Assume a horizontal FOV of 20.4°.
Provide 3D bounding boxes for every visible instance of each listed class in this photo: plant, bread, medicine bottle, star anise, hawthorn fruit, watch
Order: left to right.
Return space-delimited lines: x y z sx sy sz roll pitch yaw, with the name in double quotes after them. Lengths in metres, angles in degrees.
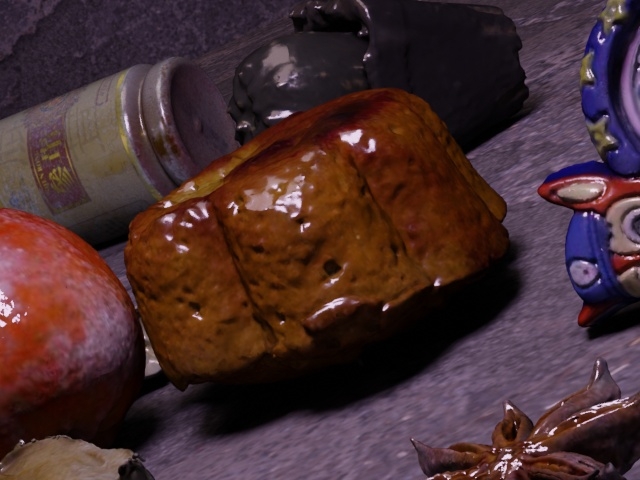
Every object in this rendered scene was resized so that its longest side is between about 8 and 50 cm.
-0.192 0.063 1.078 0.173 0.173 0.173 -23 13 5 "hawthorn fruit"
-0.250 -0.065 1.762 0.322 0.151 0.151 -19 14 23 "medicine bottle"
-0.012 0.006 1.065 0.232 0.135 0.247 -24 11 20 "bread"
0.043 -0.124 1.463 0.256 0.164 0.142 -14 10 -29 "plant"
0.084 0.096 0.731 0.141 0.042 0.141 -26 13 7 "star anise"
0.224 -0.072 0.945 0.196 0.171 0.200 -19 -1 29 "watch"

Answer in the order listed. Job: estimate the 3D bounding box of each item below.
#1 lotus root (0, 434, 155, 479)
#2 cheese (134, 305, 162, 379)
-0.142 0.155 0.854 0.143 0.070 0.144 -34 18 -13 "lotus root"
-0.177 0.094 1.204 0.171 0.048 0.092 -24 2 6 "cheese"
